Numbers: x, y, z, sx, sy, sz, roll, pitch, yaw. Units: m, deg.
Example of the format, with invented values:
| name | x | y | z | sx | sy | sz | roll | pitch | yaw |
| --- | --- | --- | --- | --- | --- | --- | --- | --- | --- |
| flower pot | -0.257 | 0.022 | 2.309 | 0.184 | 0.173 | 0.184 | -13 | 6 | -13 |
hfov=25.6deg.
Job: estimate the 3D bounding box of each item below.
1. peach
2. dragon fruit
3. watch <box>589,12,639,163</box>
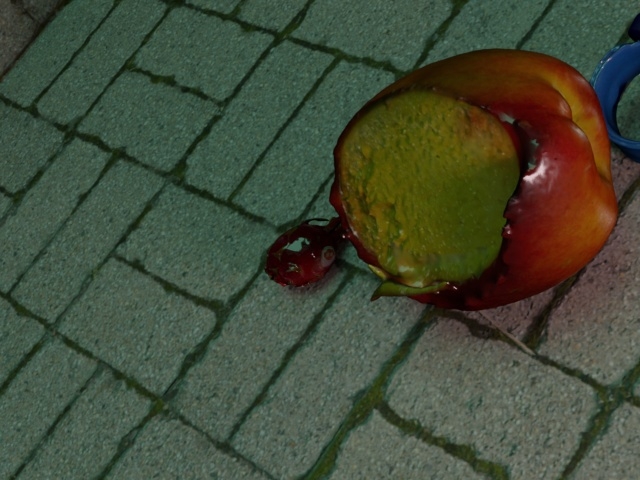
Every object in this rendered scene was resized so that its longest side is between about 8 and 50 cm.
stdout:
| name | x | y | z | sx | sy | sz | roll | pitch | yaw |
| --- | --- | --- | --- | --- | --- | --- | --- | --- | --- |
| peach | 0.222 | -0.083 | 1.871 | 0.406 | 0.310 | 0.335 | -28 | 81 | 50 |
| dragon fruit | 0.000 | 0.000 | 2.140 | 0.190 | 0.094 | 0.094 | -37 | 42 | -12 |
| watch | 0.475 | -0.200 | 1.913 | 0.196 | 0.171 | 0.200 | 23 | 86 | 43 |
